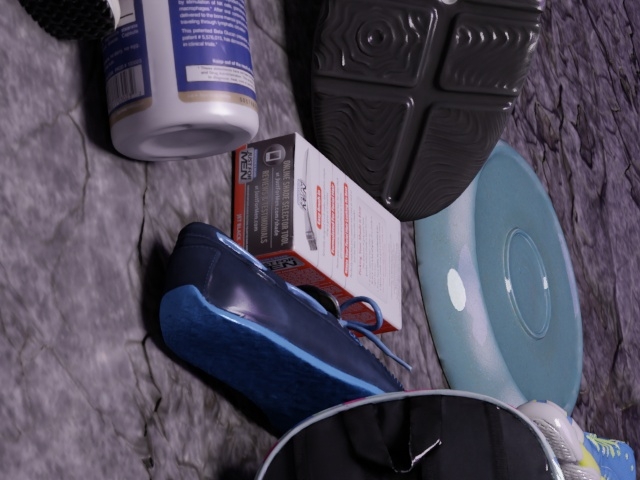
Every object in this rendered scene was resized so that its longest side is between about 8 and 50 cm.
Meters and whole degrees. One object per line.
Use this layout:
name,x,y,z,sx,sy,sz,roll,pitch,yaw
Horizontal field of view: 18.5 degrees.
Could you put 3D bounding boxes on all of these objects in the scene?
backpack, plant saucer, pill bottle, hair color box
backpack,0.065,0.229,1.254,0.191,0.225,0.253,71,9,-72
plant saucer,0.171,0.042,1.766,0.317,0.044,0.317,37,46,-53
pill bottle,-0.094,-0.142,1.248,0.094,0.094,0.169,17,63,-61
hair color box,0.000,0.000,1.421,0.167,0.053,0.093,40,45,-54

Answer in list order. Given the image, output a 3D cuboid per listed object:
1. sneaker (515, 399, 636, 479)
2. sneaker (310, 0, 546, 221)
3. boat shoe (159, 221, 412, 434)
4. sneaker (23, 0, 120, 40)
sneaker,0.219,0.198,1.723,0.126,0.091,0.240,-65,147,-41
sneaker,0.091,-0.238,1.591,0.257,0.169,0.447,-94,-168,-88
boat shoe,-0.008,0.065,1.315,0.258,0.109,0.089,46,35,-50
sneaker,-0.164,-0.193,1.171,0.161,0.057,0.075,50,41,-38
